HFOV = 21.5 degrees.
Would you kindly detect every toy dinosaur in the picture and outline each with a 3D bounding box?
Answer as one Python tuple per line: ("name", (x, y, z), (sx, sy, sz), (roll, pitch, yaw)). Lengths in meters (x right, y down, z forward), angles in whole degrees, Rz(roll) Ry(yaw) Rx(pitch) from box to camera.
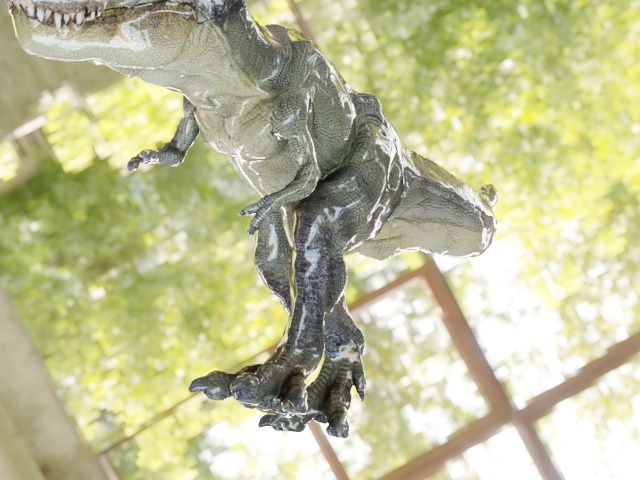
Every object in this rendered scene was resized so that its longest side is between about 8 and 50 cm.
("toy dinosaur", (0.000, 0.000, 0.531), (0.064, 0.118, 0.268), (5, 167, 31))
